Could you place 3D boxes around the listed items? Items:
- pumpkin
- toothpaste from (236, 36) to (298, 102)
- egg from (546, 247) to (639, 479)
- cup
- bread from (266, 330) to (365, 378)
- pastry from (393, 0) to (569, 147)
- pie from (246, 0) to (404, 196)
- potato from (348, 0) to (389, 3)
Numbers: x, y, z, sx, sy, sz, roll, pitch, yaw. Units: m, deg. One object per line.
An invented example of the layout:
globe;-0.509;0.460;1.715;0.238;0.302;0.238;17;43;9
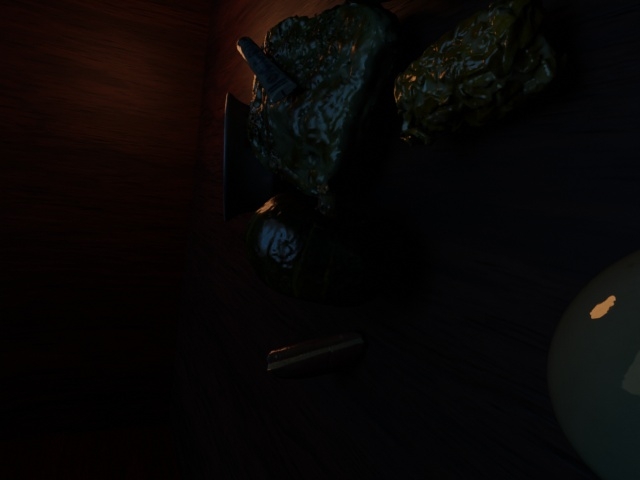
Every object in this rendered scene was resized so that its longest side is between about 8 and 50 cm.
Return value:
pumpkin;0.000;-0.003;0.770;0.260;0.260;0.190;33;114;61
toothpaste;-0.115;-0.349;0.908;0.239;0.062;0.039;57;179;38
egg;0.268;0.080;0.274;0.253;0.188;0.189;-44;48;49
cup;-0.179;-0.219;1.240;0.347;0.163;0.348;-178;90;-80
bread;0.001;0.232;0.893;0.119;0.192;0.067;60;-165;-67
pastry;0.186;-0.203;0.591;0.250;0.102;0.154;-21;64;60
pie;-0.008;-0.284;0.929;0.418;0.180;0.396;29;111;56
potato;0.111;-0.491;0.705;0.351;0.202;0.218;37;106;45
